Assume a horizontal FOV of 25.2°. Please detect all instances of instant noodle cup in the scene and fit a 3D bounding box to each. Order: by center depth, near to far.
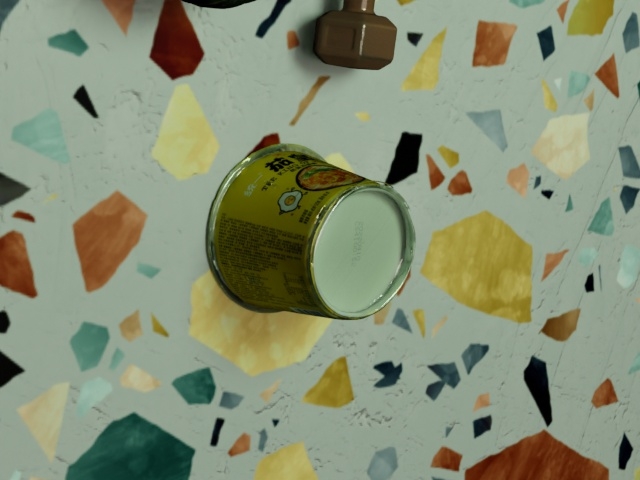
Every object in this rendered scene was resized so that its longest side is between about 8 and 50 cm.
[{"bbox_3d":[0.000,0.000,1.449,0.182,0.144,0.182,-10,107,-38],"label":"instant noodle cup"}]

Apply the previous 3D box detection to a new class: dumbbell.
[{"bbox_3d":[0.044,-0.290,1.458,0.082,0.092,0.231,-12,111,-67],"label":"dumbbell"}]

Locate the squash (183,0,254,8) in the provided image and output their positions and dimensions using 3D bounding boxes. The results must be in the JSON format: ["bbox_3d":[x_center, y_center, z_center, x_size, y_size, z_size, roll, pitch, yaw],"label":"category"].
[{"bbox_3d":[-0.099,-0.315,1.276,0.218,0.172,0.218,0,89,-31],"label":"squash"}]
